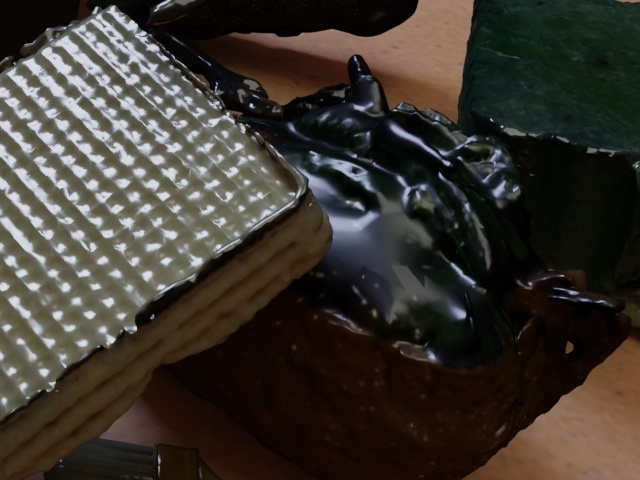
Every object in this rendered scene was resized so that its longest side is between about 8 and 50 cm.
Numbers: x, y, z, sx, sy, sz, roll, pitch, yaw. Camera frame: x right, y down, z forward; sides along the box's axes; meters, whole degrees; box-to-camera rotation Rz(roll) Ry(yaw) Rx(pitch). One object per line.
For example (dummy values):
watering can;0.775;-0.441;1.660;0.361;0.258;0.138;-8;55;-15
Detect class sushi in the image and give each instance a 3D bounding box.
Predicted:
sushi;-0.001;0.001;0.617;0.149;0.140;0.287;-17;41;-43

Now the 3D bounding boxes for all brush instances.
brush;0.000;0.116;0.570;0.218;0.010;0.082;9;34;-11

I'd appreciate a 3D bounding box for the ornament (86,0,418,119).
ornament;-0.028;-0.124;0.793;0.202;0.080;0.236;0;17;0

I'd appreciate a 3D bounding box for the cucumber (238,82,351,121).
cucumber;-0.035;-0.041;0.753;0.181;0.053;0.053;-22;48;-38

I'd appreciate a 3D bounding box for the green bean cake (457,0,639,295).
green bean cake;0.163;-0.048;0.765;0.193;0.107;0.208;13;28;2

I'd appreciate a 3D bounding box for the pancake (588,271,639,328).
pancake;0.191;0.026;0.765;0.108;0.017;0.108;9;32;-6

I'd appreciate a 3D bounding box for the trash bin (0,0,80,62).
trash bin;-0.264;-0.159;0.771;0.240;0.122;0.164;33;38;22

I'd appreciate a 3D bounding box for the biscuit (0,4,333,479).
biscuit;-0.132;0.027;0.524;0.252;0.052;0.150;-38;54;-17
